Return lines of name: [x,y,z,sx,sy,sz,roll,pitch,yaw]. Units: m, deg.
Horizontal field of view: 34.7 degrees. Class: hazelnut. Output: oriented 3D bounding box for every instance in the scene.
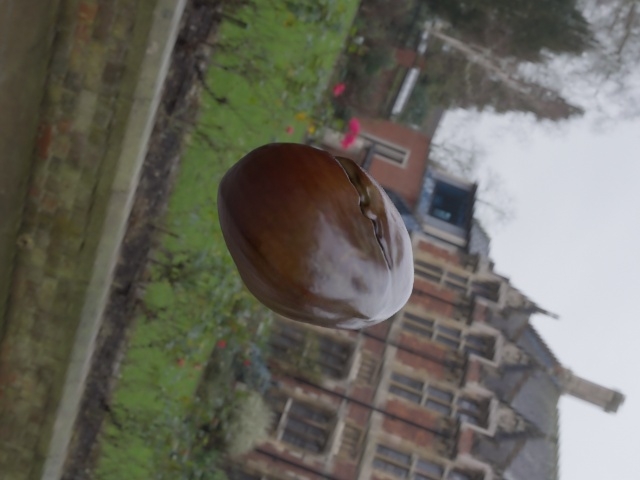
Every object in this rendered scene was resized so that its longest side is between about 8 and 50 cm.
hazelnut: [0.002,-0.003,1.058,0.181,0.212,0.181,5,-95,48]
